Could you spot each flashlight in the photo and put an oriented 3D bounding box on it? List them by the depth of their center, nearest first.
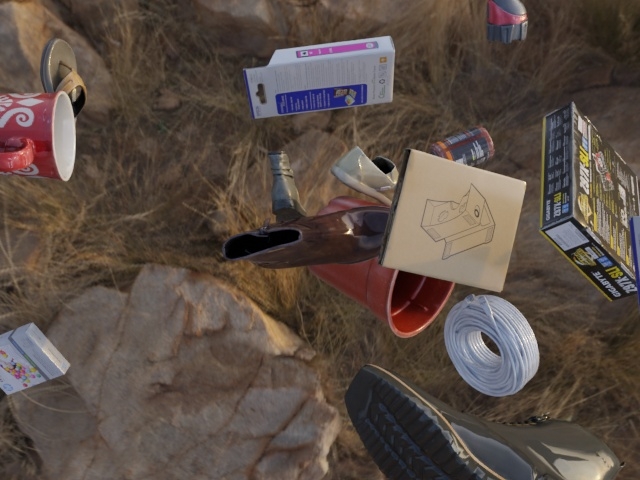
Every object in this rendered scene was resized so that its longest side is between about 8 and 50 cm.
[{"bbox_3d":[0.446,-0.629,1.551,0.103,0.303,0.103,-31,41,-33],"label":"flashlight"}]

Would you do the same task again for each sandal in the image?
[{"bbox_3d":[-0.469,-0.264,1.210,0.060,0.090,0.219,-5,77,16],"label":"sandal"}]

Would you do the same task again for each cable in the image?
[{"bbox_3d":[0.423,0.263,1.648,0.089,0.257,0.257,-25,75,-32],"label":"cable"}]

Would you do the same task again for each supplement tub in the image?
[{"bbox_3d":[0.386,-0.247,1.873,0.198,0.106,0.106,-22,69,-7],"label":"supplement tub"}]

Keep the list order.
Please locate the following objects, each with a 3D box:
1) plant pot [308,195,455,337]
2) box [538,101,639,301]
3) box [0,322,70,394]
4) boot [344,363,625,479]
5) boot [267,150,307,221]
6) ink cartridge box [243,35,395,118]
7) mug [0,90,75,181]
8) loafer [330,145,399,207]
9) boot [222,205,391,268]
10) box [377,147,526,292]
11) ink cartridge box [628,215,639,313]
[{"bbox_3d":[0.125,0.034,1.430,0.265,0.272,0.272,24,65,36],"label":"plant pot"},{"bbox_3d":[0.540,-0.080,1.303,0.257,0.079,0.321,36,49,-24],"label":"box"},{"bbox_3d":[-0.719,0.284,1.567,0.186,0.145,0.038,-20,27,20],"label":"box"},{"bbox_3d":[0.127,0.152,0.506,0.198,0.076,0.137,42,39,19],"label":"boot"},{"bbox_3d":[-0.085,-0.137,1.662,0.084,0.246,0.161,-6,82,1],"label":"boot"},{"bbox_3d":[-0.001,-0.406,1.651,0.371,0.175,0.069,-9,57,-3],"label":"ink cartridge box"},{"bbox_3d":[-0.402,-0.132,0.796,0.170,0.150,0.113,1,89,-7],"label":"mug"},{"bbox_3d":[0.149,-0.135,1.496,0.092,0.269,0.102,-57,38,17],"label":"loafer"},{"bbox_3d":[0.000,0.000,0.973,0.249,0.207,0.090,-11,88,12],"label":"boot"},{"bbox_3d":[0.187,-0.026,0.913,0.201,0.021,0.164,13,91,-23],"label":"box"},{"bbox_3d":[0.538,0.034,0.791,0.065,0.333,0.165,-8,92,-25],"label":"ink cartridge box"}]
